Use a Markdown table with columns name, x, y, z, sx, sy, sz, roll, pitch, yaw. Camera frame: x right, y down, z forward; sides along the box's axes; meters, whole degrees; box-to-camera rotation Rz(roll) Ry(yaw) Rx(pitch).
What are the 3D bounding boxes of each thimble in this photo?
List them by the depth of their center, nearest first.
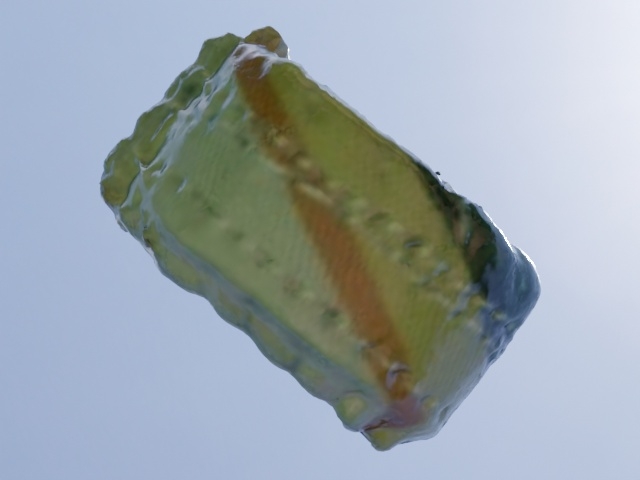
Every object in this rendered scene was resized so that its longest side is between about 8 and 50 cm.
| name | x | y | z | sx | sy | sz | roll | pitch | yaw |
| --- | --- | --- | --- | --- | --- | --- | --- | --- | --- |
| thimble | 0.000 | 0.000 | 1.227 | 0.288 | 0.254 | 0.167 | 42 | -92 | -11 |
